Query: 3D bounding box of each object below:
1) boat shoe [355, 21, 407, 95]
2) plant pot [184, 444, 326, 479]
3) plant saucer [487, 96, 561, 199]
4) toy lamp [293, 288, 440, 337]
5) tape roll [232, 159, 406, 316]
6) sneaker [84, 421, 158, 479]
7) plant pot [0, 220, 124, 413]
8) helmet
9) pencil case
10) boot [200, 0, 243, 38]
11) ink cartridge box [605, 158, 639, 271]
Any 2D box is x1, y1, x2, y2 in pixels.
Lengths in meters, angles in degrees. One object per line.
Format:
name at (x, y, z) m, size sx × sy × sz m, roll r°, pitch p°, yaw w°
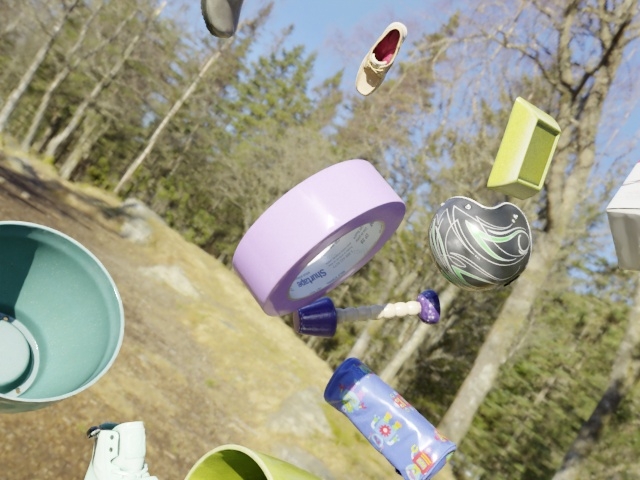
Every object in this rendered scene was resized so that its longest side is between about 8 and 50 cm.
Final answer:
boat shoe at (0.122, -0.381, 1.432) m, size 0.063 × 0.170 × 0.059 m, roll 30°, pitch 23°, yaw 2°
plant pot at (-0.040, 0.473, 1.054) m, size 0.293 × 0.275 × 0.275 m, roll 22°, pitch 5°, yaw -39°
plant saucer at (0.429, -0.178, 1.389) m, size 0.045 × 0.188 × 0.188 m, roll 23°, pitch 9°, yaw 38°
toy lamp at (0.086, 0.138, 1.270) m, size 0.274 × 0.080 × 0.080 m, roll -2°, pitch 8°, yaw -18°
tape roll at (0.000, 0.000, 1.063) m, size 0.090 × 0.275 × 0.275 m, roll 52°, pitch 2°, yaw 18°
sneaker at (-0.288, 0.366, 1.046) m, size 0.256 × 0.151 × 0.094 m, roll 10°, pitch 3°, yaw 43°
plant pot at (-0.486, 0.143, 1.057) m, size 0.293 × 0.196 × 0.293 m, roll 28°, pitch 43°, yaw -30°
helmet at (0.273, 0.006, 1.205) m, size 0.161 × 0.169 × 0.169 m, roll -2°, pitch 12°, yaw -24°
pencil case at (0.140, 0.387, 1.438) m, size 0.306 × 0.133 × 0.119 m, roll 40°, pitch 18°, yaw 25°
boot at (-0.110, -0.444, 1.136) m, size 0.161 × 0.246 × 0.083 m, roll 24°, pitch 33°, yaw 20°
ink cartridge box at (0.464, -0.041, 0.946) m, size 0.063 × 0.150 × 0.109 m, roll 7°, pitch -49°, yaw 47°
